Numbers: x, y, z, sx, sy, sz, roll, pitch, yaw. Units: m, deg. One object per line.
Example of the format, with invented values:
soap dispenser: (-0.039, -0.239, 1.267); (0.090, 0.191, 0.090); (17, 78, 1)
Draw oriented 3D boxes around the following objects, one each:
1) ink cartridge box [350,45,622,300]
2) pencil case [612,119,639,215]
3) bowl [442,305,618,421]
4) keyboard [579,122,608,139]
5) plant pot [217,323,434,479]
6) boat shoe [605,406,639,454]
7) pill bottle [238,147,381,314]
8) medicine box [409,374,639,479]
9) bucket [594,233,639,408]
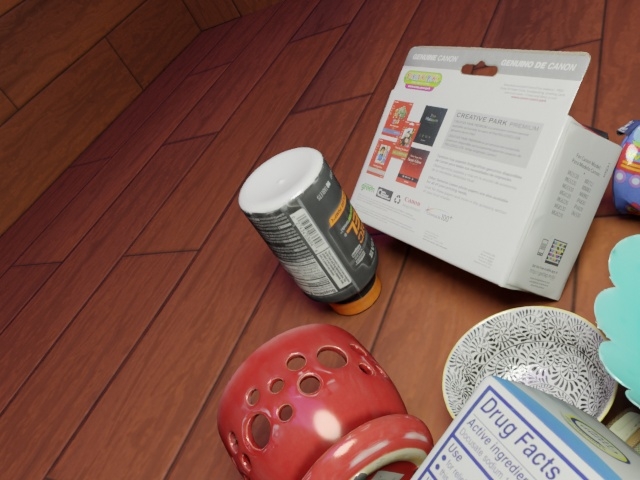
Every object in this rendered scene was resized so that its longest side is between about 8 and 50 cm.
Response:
ink cartridge box: (0.211, -0.106, 0.775); (0.309, 0.130, 0.272); (30, 103, 52)
pencil case: (0.479, -0.057, 0.621); (0.306, 0.119, 0.133); (28, 89, 51)
bowl: (0.220, 0.158, 0.593); (0.170, 0.080, 0.170); (-21, 35, 16)
keyboard: (0.301, -0.171, 0.985); (0.201, 0.033, 0.317); (-36, 34, -5)
plant pot: (0.011, 0.211, 0.604); (0.191, 0.191, 0.174); (-39, 44, -10)
boat shoe: (0.242, 0.230, 0.504); (0.190, 0.068, 0.072); (-38, 46, -10)
pill bottle: (0.000, 0.000, 0.814); (0.130, 0.246, 0.130); (-21, 37, 17)
medicine box: (0.144, 0.284, 0.345); (0.289, 0.149, 0.263); (-57, 34, 8)
bucket: (0.376, 0.052, 0.426); (0.281, 0.183, 0.281); (-55, 10, 15)
